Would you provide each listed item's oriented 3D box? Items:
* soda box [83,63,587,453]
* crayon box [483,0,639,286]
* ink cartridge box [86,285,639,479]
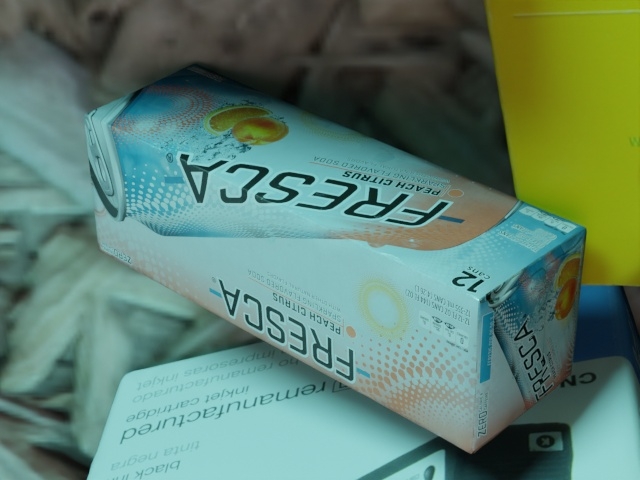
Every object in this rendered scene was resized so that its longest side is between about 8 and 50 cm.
[{"bbox_3d":[0.000,0.000,0.531,0.183,0.058,0.063,25,130,35],"label":"soda box"},{"bbox_3d":[0.218,-0.139,0.403,0.363,0.106,0.313,1,121,25],"label":"crayon box"},{"bbox_3d":[0.020,0.159,0.533,0.223,0.307,0.129,-13,118,13],"label":"ink cartridge box"}]
